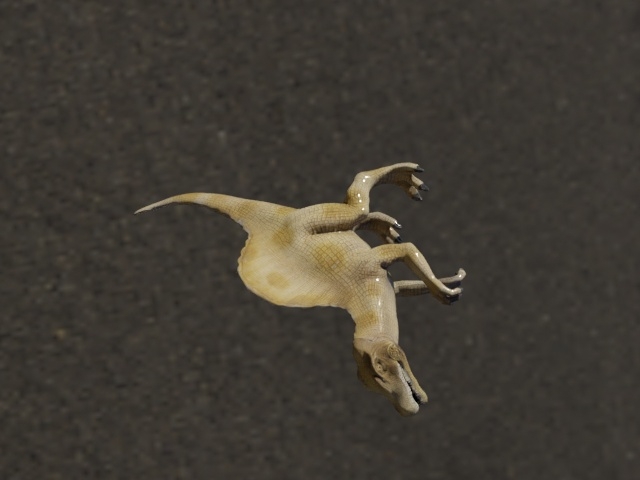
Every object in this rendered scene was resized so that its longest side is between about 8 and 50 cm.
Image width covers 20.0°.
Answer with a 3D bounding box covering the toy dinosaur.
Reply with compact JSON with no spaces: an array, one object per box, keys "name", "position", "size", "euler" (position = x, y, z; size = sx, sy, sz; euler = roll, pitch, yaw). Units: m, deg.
[{"name":"toy dinosaur","position":[0.000,0.000,0.777],"size":[0.092,0.183,0.053],"euler":[-23,133,-30]}]
